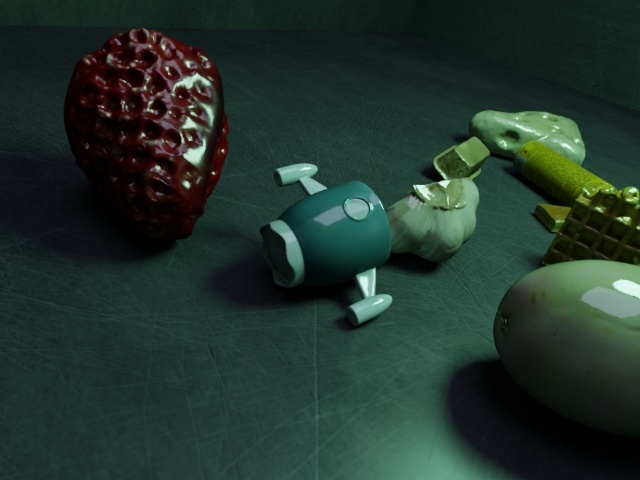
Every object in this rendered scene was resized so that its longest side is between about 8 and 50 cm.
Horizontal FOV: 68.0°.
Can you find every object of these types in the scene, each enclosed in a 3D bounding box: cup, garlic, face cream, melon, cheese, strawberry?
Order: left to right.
[{"bbox_3d":[-0.294,-0.158,0.820,0.295,0.317,0.345,25,37,-41],"label":"strawberry"},{"bbox_3d":[0.000,0.000,0.774,0.173,0.167,0.300,-19,68,-26],"label":"cup"},{"bbox_3d":[0.216,-0.030,0.918,0.229,0.178,0.143,-28,80,-22],"label":"garlic"},{"bbox_3d":[0.672,-0.355,1.549,0.351,0.130,0.328,23,37,13],"label":"cheese"},{"bbox_3d":[0.663,-0.147,1.255,0.105,0.105,0.349,-3,35,-22],"label":"face cream"},{"bbox_3d":[0.393,0.141,0.623,0.316,0.223,0.223,13,33,-2],"label":"melon"}]

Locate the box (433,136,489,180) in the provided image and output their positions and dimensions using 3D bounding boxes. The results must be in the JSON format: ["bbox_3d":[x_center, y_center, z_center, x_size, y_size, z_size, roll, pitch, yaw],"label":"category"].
[{"bbox_3d":[0.377,-0.210,1.275,0.111,0.111,0.177,31,42,27],"label":"box"}]

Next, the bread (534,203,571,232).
[{"bbox_3d":[0.582,-0.052,1.149,0.094,0.035,0.090,5,33,-10],"label":"bread"}]

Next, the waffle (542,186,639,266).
[{"bbox_3d":[0.546,-0.006,0.906,0.055,0.211,0.160,-21,46,-40],"label":"waffle"}]
